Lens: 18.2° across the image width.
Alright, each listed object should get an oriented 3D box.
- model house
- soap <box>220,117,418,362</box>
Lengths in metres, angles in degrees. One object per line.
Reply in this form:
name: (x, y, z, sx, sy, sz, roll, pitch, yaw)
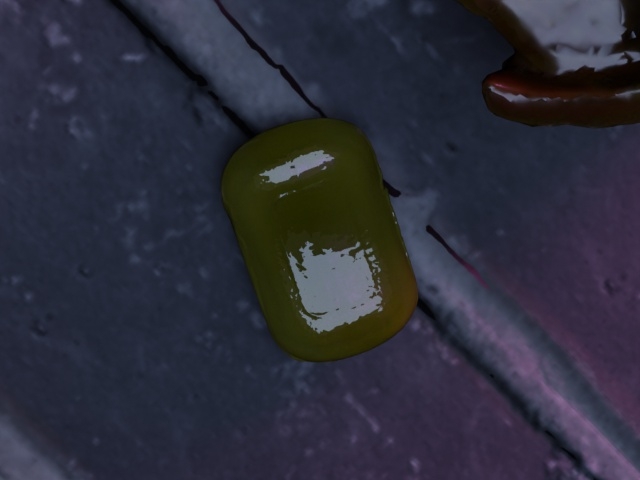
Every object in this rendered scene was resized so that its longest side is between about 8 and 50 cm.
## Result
model house: (0.164, -0.162, 1.010, 0.229, 0.199, 0.219, 37, 110, -12)
soap: (0.000, 0.000, 1.104, 0.089, 0.045, 0.140, -20, 107, -5)
